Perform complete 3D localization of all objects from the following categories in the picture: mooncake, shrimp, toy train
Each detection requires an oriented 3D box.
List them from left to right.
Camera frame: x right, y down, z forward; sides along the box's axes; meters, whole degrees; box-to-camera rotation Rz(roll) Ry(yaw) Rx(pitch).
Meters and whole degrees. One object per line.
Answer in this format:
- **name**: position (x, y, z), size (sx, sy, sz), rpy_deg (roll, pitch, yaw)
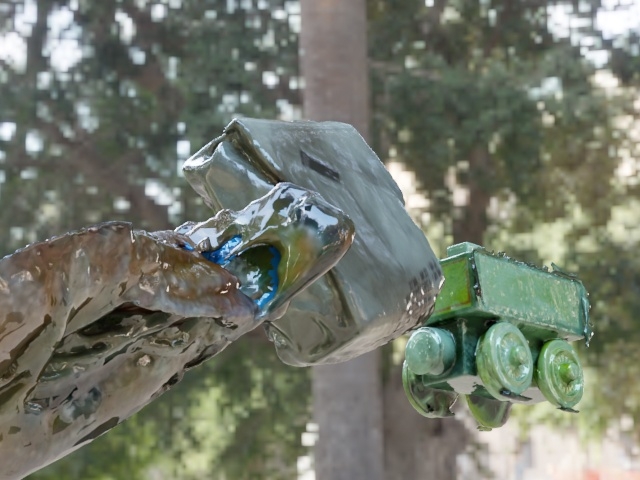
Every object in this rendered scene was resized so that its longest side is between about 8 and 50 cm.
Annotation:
- **shrimp**: position (-0.152, 0.051, 1.005), size (0.445, 0.110, 0.221), rpy_deg (-27, -29, -43)
- **mooncake**: position (-0.003, 0.003, 1.496), size (0.136, 0.250, 0.254), rpy_deg (-38, -17, 28)
- **toy train**: position (0.206, 0.118, 1.793), size (0.159, 0.188, 0.271), rpy_deg (-20, -24, 41)
